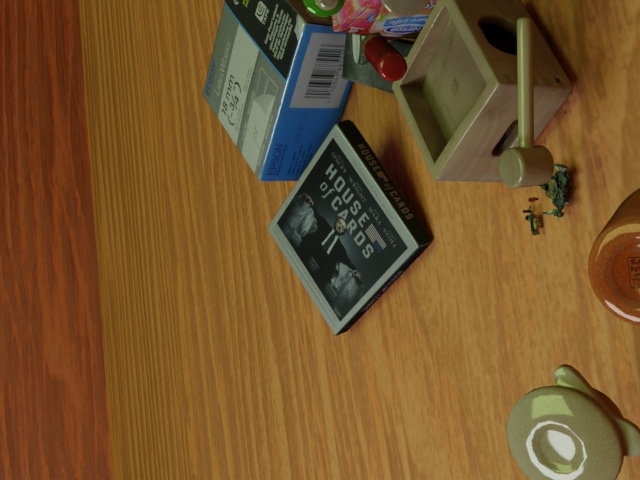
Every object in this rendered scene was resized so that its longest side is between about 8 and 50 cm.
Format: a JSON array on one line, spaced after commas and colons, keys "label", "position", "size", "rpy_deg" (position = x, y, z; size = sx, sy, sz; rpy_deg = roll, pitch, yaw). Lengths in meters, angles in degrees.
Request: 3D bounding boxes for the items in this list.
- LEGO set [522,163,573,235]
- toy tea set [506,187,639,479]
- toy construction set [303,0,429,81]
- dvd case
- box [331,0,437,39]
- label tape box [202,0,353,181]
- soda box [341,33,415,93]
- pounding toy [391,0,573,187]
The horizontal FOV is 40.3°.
[{"label": "LEGO set", "position": [0.209, -0.040, 0.784], "size": [0.083, 0.024, 0.054], "rpy_deg": [122, 143, -68]}, {"label": "toy tea set", "position": [0.257, 0.111, 0.625], "size": [0.200, 0.124, 0.336], "rpy_deg": [32, 120, 26]}, {"label": "toy construction set", "position": [0.088, -0.304, 0.741], "size": [0.237, 0.258, 0.308], "rpy_deg": [-103, 36, -69]}, {"label": "dvd case", "position": [0.027, -0.008, 1.080], "size": [0.179, 0.030, 0.238], "rpy_deg": [57, 144, 16]}, {"label": "box", "position": [0.079, -0.352, 0.911], "size": [0.123, 0.128, 0.256], "rpy_deg": [-24, 70, 62]}, {"label": "label tape box", "position": [-0.080, -0.275, 1.235], "size": [0.333, 0.106, 0.240], "rpy_deg": [56, 139, 40]}, {"label": "soda box", "position": [0.085, -0.199, 0.989], "size": [0.169, 0.053, 0.060], "rpy_deg": [34, 121, 59]}, {"label": "pounding toy", "position": [0.169, -0.127, 0.772], "size": [0.181, 0.094, 0.206], "rpy_deg": [119, 141, -47]}]
